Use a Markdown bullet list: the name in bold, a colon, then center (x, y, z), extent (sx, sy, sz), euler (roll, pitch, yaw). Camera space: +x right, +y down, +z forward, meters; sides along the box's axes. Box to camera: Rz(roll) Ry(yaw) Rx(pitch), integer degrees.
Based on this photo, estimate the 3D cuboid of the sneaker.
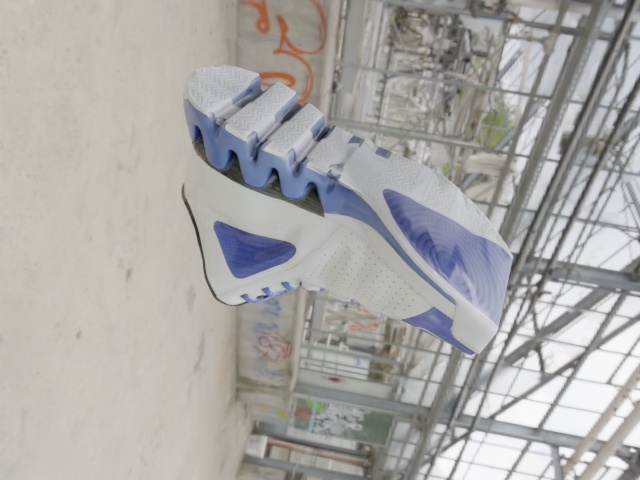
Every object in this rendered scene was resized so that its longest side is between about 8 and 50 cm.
- **sneaker**: center (-0.001, -0.001, 0.518), extent (0.127, 0.315, 0.182), euler (-50, 173, -48)
